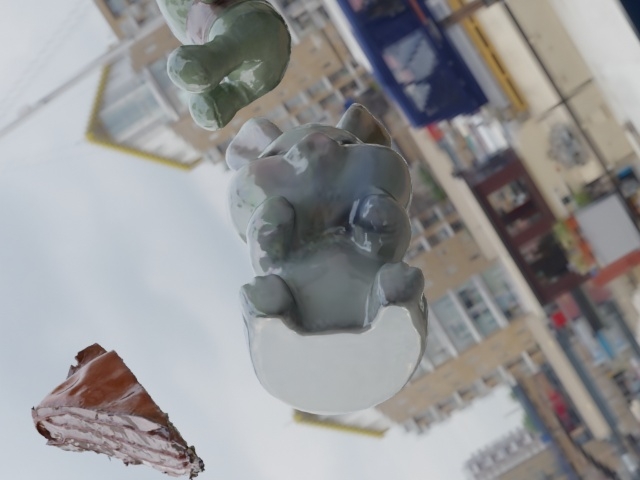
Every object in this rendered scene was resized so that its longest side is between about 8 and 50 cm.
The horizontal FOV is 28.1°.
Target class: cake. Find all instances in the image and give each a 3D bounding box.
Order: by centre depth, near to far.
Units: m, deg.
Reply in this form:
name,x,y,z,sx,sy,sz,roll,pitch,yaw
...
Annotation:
name,x,y,z,sx,sy,sz,roll,pitch,yaw
cake,-0.224,0.205,1.430,0.287,0.135,0.098,20,133,53

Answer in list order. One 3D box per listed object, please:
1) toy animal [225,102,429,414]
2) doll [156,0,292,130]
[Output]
name,x,y,z,sx,sy,sz,roll,pitch,yaw
toy animal,0.001,-0.003,1.357,0.241,0.196,0.368,92,171,-58
doll,-0.095,-0.222,1.215,0.155,0.113,0.275,61,-171,-46
